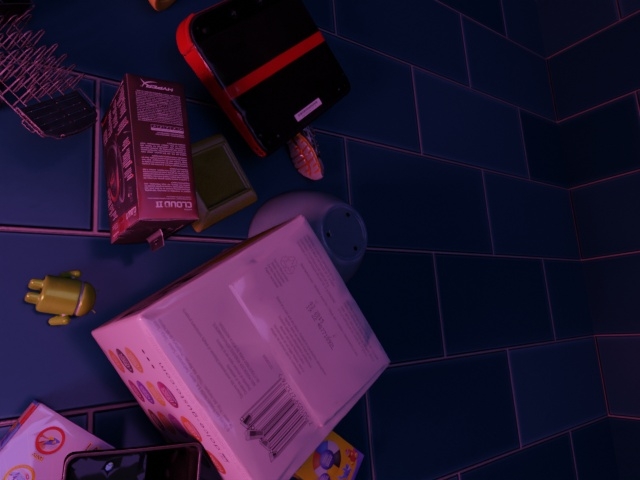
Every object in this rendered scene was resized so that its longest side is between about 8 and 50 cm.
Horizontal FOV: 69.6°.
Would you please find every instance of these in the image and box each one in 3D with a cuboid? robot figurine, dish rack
[{"bbox_3d":[-0.461,0.100,0.828,0.115,0.067,0.101,17,61,-33],"label":"robot figurine"},{"bbox_3d":[-0.521,-0.313,0.823,0.271,0.074,0.208,51,23,-19],"label":"dish rack"}]

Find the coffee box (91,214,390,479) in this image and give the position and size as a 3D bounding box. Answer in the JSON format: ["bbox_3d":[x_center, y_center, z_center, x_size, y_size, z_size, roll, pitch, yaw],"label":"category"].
[{"bbox_3d":[-0.151,0.202,0.864,0.338,0.334,0.337,-36,100,-38],"label":"coffee box"}]

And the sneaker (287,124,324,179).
[{"bbox_3d":[-0.043,-0.262,1.216,0.083,0.084,0.215,-34,99,-42],"label":"sneaker"}]

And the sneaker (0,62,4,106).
[{"bbox_3d":[-0.678,-0.306,0.759,0.272,0.100,0.108,17,60,-39],"label":"sneaker"}]

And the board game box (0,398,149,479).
[{"bbox_3d":[-0.440,0.474,0.743,0.308,0.086,0.302,45,57,-19],"label":"board game box"}]

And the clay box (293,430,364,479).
[{"bbox_3d":[-0.008,0.503,1.075,0.222,0.053,0.127,44,57,-21],"label":"clay box"}]

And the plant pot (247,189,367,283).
[{"bbox_3d":[0.000,0.000,1.112,0.290,0.195,0.290,10,73,-35],"label":"plant pot"}]

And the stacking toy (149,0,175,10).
[{"bbox_3d":[-0.302,-0.702,1.017,0.130,0.279,0.309,40,59,-9],"label":"stacking toy"}]

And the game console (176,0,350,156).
[{"bbox_3d":[-0.119,-0.431,1.122,0.386,0.060,0.342,-46,112,-33],"label":"game console"}]

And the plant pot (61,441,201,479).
[{"bbox_3d":[-0.306,0.403,0.698,0.187,0.167,0.188,10,72,-34],"label":"plant pot"}]

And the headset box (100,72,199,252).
[{"bbox_3d":[-0.333,-0.126,0.882,0.110,0.218,0.293,-2,80,-37],"label":"headset box"}]

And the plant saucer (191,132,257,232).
[{"bbox_3d":[-0.247,-0.143,1.058,0.188,0.045,0.188,-35,100,-37],"label":"plant saucer"}]
